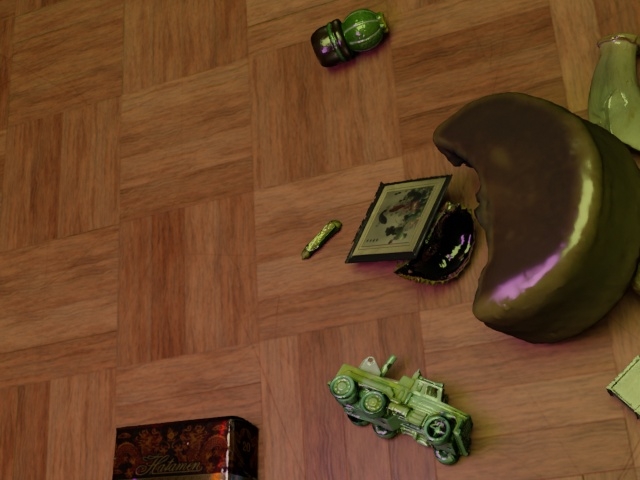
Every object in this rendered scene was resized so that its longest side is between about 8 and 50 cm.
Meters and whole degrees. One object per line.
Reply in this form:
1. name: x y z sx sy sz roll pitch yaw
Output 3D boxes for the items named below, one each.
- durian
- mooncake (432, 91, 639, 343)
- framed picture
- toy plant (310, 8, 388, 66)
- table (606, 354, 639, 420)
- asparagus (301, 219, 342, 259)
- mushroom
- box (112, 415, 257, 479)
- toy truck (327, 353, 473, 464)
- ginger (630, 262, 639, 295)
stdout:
1. durian: 0.212 0.010 1.850 0.187 0.119 0.108 -53 23 -5
2. mooncake: 0.356 -0.034 1.689 0.393 0.246 0.394 29 101 52
3. framed picture: 0.144 -0.041 1.864 0.195 0.010 0.199 -6 51 51
4. toy plant: 0.065 -0.430 2.079 0.162 0.093 0.093 -22 63 12
5. table: 0.529 0.248 1.617 0.079 0.062 0.083 -46 59 1
6. asparagus: 0.000 0.000 1.976 0.108 0.021 0.025 -45 60 2
7. mushroom: 0.541 -0.265 1.800 0.108 0.096 0.247 -21 56 44
8. box: -0.257 0.541 1.822 0.264 0.116 0.415 -10 66 22
9. toy truck: 0.151 0.284 1.741 0.259 0.128 0.135 23 67 30
10. ginger: 0.566 0.016 1.669 0.115 0.122 0.193 -26 53 36
